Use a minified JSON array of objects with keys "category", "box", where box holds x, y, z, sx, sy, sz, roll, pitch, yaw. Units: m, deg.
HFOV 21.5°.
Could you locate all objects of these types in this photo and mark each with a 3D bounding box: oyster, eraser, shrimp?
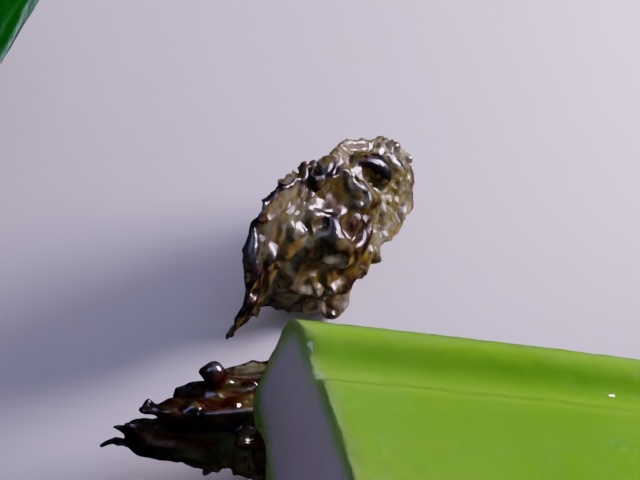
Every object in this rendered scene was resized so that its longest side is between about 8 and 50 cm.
[{"category":"oyster","box":[0.004,-0.005,0.992,0.056,0.105,0.177,24,31,22]},{"category":"eraser","box":[0.120,0.142,0.830,0.274,0.092,0.210,7,41,-24]},{"category":"shrimp","box":[0.032,0.150,0.909,0.289,0.075,0.178,6,55,-24]}]

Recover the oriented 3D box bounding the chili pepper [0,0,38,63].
[{"category":"chili pepper","box":[-0.289,-0.133,0.943,0.233,0.248,0.256,24,62,-9]}]
